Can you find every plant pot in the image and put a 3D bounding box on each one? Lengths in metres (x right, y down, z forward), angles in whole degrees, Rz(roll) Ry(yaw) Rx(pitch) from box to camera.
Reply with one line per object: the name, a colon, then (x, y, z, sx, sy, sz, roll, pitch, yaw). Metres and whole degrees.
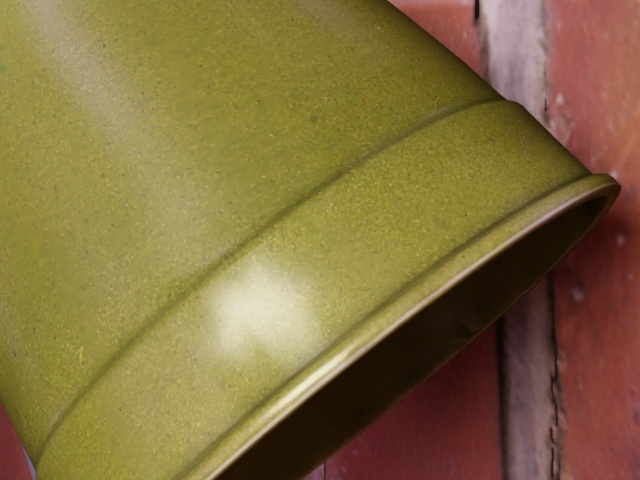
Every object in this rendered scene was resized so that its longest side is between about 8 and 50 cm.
plant pot: (-0.082, -0.044, 0.739, 0.353, 0.366, 0.366, 51, 136, 11)

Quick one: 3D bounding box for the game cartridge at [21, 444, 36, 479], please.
game cartridge: (-0.250, 0.239, 1.347, 0.198, 0.062, 0.297, -44, 64, 52)
